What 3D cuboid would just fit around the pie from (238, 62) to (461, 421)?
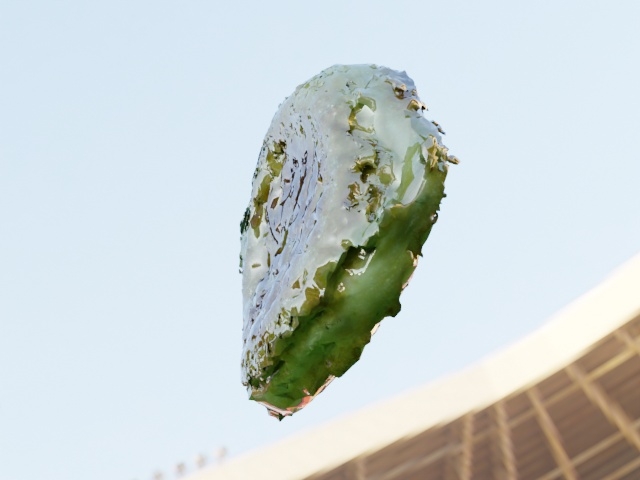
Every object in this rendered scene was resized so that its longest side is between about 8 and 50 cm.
[{"bbox_3d":[0.000,0.000,1.459,0.103,0.288,0.355,18,-45,-18],"label":"pie"}]
